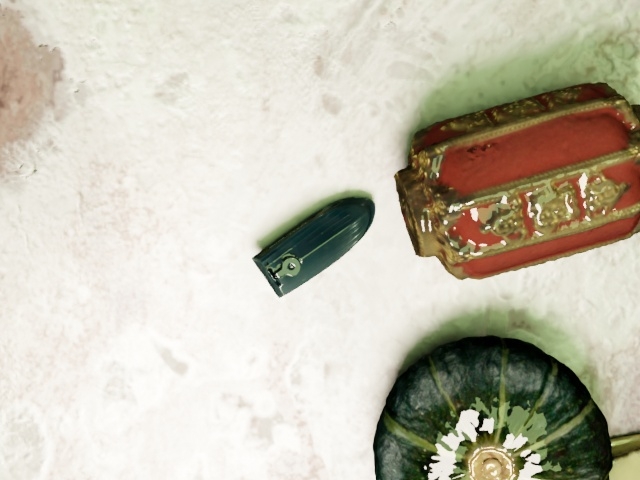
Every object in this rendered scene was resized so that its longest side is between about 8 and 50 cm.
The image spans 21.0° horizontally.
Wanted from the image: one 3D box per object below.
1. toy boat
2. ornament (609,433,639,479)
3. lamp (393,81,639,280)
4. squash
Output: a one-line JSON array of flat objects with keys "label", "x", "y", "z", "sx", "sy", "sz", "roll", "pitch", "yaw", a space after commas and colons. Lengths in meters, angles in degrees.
[{"label": "toy boat", "x": 0.000, "y": 0.000, "z": 1.814, "sx": 0.141, "sy": 0.060, "sz": 0.055, "roll": -35, "pitch": 101, "yaw": -5}, {"label": "ornament", "x": 0.395, "y": 0.273, "z": 1.902, "sx": 0.201, "sy": 0.059, "sz": 0.180, "roll": 34, "pitch": 95, "yaw": -13}, {"label": "lamp", "x": 0.216, "y": -0.059, "z": 1.763, "sx": 0.274, "sy": 0.177, "sz": 0.177, "roll": -14, "pitch": 101, "yaw": -3}, {"label": "squash", "x": 0.177, "y": 0.225, "z": 1.814, "sx": 0.252, "sy": 0.165, "sz": 0.252, "roll": 1, "pitch": 97, "yaw": 5}]
